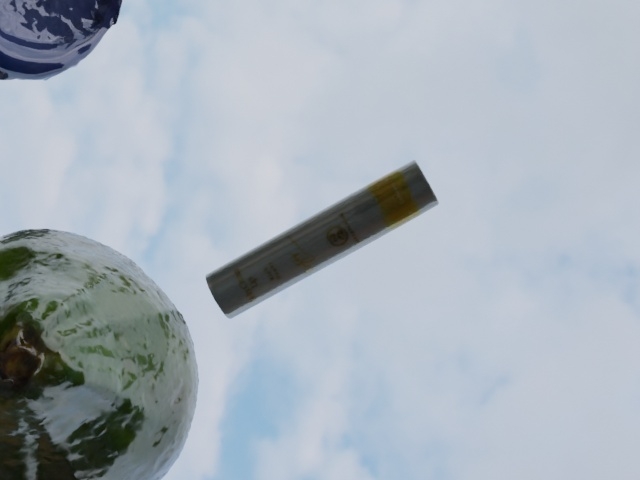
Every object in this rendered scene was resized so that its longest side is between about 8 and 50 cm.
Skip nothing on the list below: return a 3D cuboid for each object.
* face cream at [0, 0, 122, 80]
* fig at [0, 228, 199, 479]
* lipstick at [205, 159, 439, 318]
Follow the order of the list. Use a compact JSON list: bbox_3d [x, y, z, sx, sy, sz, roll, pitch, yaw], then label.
[{"bbox_3d":[-0.377,-0.314,1.209,0.225,0.249,0.249,21,-74,36],"label":"face cream"},{"bbox_3d":[-0.103,0.056,0.401,0.156,0.123,0.123,177,-90,-76],"label":"fig"},{"bbox_3d":[0.000,0.000,1.168,0.264,0.059,0.059,-29,-113,4],"label":"lipstick"}]
